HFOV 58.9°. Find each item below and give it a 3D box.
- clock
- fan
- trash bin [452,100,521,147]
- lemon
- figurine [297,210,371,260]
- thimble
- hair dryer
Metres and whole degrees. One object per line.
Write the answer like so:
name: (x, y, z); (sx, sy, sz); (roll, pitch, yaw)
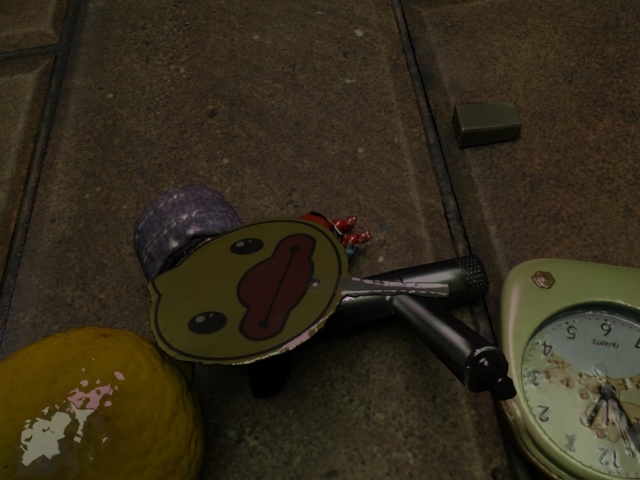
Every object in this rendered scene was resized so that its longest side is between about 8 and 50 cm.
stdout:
clock: (0.304, 0.173, 0.613); (0.235, 0.096, 0.308); (9, 60, 12)
fan: (-0.035, 0.045, 0.598); (0.335, 0.011, 0.229); (0, 39, 15)
trash bin: (0.256, -0.181, 0.876); (0.092, 0.043, 0.061); (-5, 57, 1)
lemon: (-0.247, 0.218, 0.575); (0.267, 0.267, 0.267); (-4, 58, 6)
figurine: (0.000, 0.000, 0.743); (0.068, 0.140, 0.075); (50, 116, 25)
thimble: (-0.169, 0.007, 0.755); (0.150, 0.150, 0.098); (-28, 54, -10)
hair dryer: (0.054, 0.079, 0.612); (0.320, 0.284, 0.155); (-12, 90, -2)
